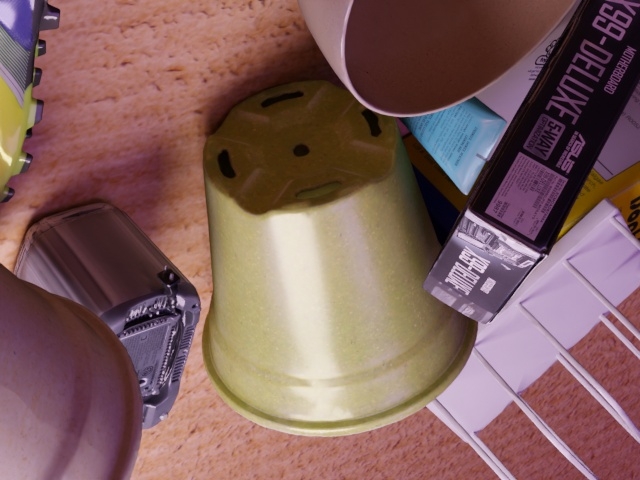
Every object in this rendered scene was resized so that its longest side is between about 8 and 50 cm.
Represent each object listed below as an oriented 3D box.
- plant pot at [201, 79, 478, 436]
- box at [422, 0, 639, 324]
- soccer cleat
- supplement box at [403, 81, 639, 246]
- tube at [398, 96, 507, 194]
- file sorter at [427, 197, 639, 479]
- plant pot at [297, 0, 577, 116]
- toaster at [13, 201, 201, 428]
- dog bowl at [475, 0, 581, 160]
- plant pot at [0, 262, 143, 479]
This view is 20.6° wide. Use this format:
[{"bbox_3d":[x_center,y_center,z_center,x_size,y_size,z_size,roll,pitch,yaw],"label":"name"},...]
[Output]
[{"bbox_3d":[0.000,0.000,1.654,0.276,0.276,0.254,-31,137,-19],"label":"plant pot"},{"bbox_3d":[0.205,-0.096,1.527,0.307,0.076,0.242,-60,176,-18],"label":"box"},{"bbox_3d":[-0.267,-0.136,1.333,0.121,0.093,0.289,5,138,-14],"label":"soccer cleat"},{"bbox_3d":[0.254,-0.053,1.912,0.356,0.194,0.195,-30,148,-19],"label":"supplement box"},{"bbox_3d":[0.088,-0.135,1.600,0.052,0.207,0.080,-8,134,-39],"label":"tube"},{"bbox_3d":[0.265,0.137,1.806,0.278,0.173,0.193,-42,149,1],"label":"file sorter"},{"bbox_3d":[0.077,-0.269,1.431,0.284,0.191,0.284,-29,147,-21],"label":"plant pot"},{"bbox_3d":[-0.201,0.069,1.587,0.129,0.146,0.227,-20,144,-34],"label":"toaster"},{"bbox_3d":[0.194,-0.210,1.732,0.265,0.104,0.265,-30,148,-21],"label":"dog bowl"},{"bbox_3d":[-0.348,0.095,1.322,0.334,0.334,0.305,-38,139,-7],"label":"plant pot"}]
